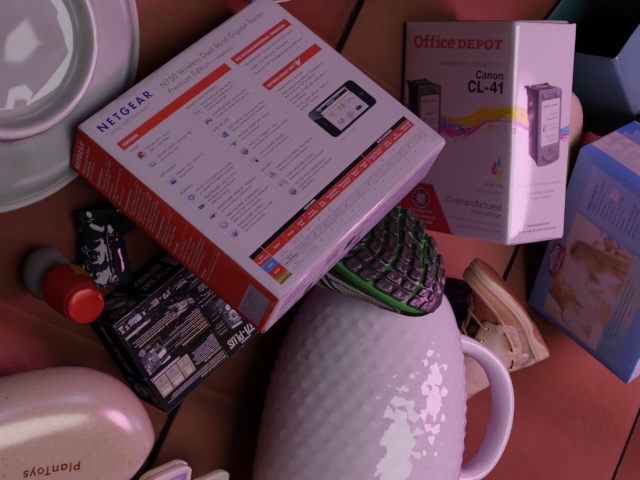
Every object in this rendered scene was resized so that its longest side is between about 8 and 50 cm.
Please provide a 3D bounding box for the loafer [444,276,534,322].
[{"bbox_3d":[0.272,0.115,1.817,0.223,0.078,0.076,23,85,-40],"label":"loafer"}]

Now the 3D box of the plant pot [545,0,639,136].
[{"bbox_3d":[0.480,-0.278,1.861,0.165,0.166,0.234,-52,134,-19],"label":"plant pot"}]

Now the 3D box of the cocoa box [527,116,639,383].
[{"bbox_3d":[0.519,0.006,1.818,0.228,0.231,0.347,-26,142,-33],"label":"cocoa box"}]

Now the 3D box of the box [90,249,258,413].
[{"bbox_3d":[-0.180,0.100,1.449,0.180,0.078,0.147,-42,122,-25],"label":"box"}]

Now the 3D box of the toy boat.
[{"bbox_3d":[-0.316,0.171,1.330,0.268,0.148,0.318,4,104,-34],"label":"toy boat"}]

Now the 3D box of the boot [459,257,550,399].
[{"bbox_3d":[0.216,0.152,1.711,0.203,0.095,0.262,-33,140,6],"label":"boot"}]

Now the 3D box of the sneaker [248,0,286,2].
[{"bbox_3d":[0.033,-0.382,1.478,0.350,0.148,0.131,-19,111,-35],"label":"sneaker"}]

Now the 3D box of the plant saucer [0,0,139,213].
[{"bbox_3d":[-0.355,-0.219,1.230,0.401,0.101,0.400,-8,104,-37],"label":"plant saucer"}]

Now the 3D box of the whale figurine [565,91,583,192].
[{"bbox_3d":[0.327,-0.124,1.798,0.272,0.141,0.216,78,33,-49],"label":"whale figurine"}]

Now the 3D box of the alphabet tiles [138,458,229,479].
[{"bbox_3d":[-0.235,0.395,1.426,0.278,0.021,0.284,-19,135,-35],"label":"alphabet tiles"}]

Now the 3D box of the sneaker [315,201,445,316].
[{"bbox_3d":[0.000,0.000,1.450,0.134,0.344,0.146,-57,171,-36],"label":"sneaker"}]

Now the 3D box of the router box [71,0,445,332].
[{"bbox_3d":[-0.066,-0.104,1.350,0.301,0.082,0.335,41,55,9],"label":"router box"}]

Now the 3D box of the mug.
[{"bbox_3d":[0.104,0.228,1.566,0.374,0.276,0.327,12,84,-26],"label":"mug"}]

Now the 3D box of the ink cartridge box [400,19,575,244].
[{"bbox_3d":[0.232,-0.161,1.635,0.131,0.226,0.306,-9,103,-38],"label":"ink cartridge box"}]

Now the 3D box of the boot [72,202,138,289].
[{"bbox_3d":[-0.245,0.003,1.399,0.121,0.045,0.099,-13,105,-29],"label":"boot"}]
